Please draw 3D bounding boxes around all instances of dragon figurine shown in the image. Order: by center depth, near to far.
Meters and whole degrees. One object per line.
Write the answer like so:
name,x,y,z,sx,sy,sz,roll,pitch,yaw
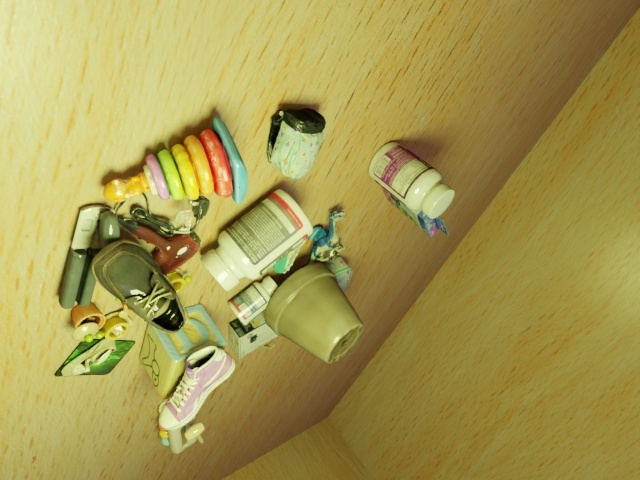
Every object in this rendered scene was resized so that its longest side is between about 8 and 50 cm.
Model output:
dragon figurine,0.000,0.000,1.625,0.289,0.144,0.085,-36,158,24

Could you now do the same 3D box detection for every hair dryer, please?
hair dryer,-0.422,-0.006,1.108,0.223,0.080,0.294,0,124,-33

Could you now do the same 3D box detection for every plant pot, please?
plant pot,-0.002,0.294,1.590,0.323,0.280,0.323,-33,147,-25

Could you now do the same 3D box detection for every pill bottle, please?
pill bottle,-0.194,0.005,1.283,0.318,0.176,0.176,-39,151,-11
pill bottle,0.332,-0.217,1.552,0.169,0.301,0.169,-32,149,-22
pill bottle,-0.240,0.217,1.572,0.180,0.108,0.108,-38,151,-14

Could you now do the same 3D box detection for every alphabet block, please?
alphabet block,-0.452,0.359,1.394,0.193,0.192,0.197,-10,137,-44

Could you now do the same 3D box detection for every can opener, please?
can opener,-0.533,0.051,0.981,0.076,0.095,0.283,-2,123,-51

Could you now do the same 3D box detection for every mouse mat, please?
mouse mat,-0.675,0.355,1.287,0.153,0.007,0.189,-49,151,7

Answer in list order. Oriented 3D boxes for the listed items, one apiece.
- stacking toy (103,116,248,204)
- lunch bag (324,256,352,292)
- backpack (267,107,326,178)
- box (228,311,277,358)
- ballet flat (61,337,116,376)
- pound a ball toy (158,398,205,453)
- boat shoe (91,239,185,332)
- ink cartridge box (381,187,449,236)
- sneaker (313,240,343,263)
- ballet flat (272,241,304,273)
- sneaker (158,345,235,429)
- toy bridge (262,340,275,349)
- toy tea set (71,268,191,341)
stacking toy,-0.332,-0.147,0.961,0.301,0.166,0.175,-20,156,-19
lunch bag,0.016,0.218,1.906,0.224,0.108,0.279,-23,145,-35
backpack,-0.068,-0.262,1.167,0.152,0.115,0.182,-16,143,-46
box,-0.236,0.349,1.770,0.290,0.087,0.169,-26,146,-30
ballet flat,-0.666,0.346,1.223,0.168,0.052,0.057,-39,151,-10
pound a ball toy,-0.585,0.793,1.764,0.135,0.208,0.319,-25,146,-33
boat shoe,-0.414,0.123,1.040,0.132,0.130,0.355,-50,156,-20
ink cartridge box,0.377,-0.126,1.720,0.065,0.311,0.186,-47,151,1
sneaker,0.032,0.062,1.769,0.158,0.065,0.061,-50,151,9
ballet flat,-0.109,0.015,1.530,0.241,0.091,0.077,-58,179,31
sneaker,-0.398,0.429,1.271,0.282,0.102,0.161,-49,150,-16
toy bridge,-0.249,0.457,1.956,0.063,0.026,0.188,-33,149,-19
toy tea set,-0.512,0.218,1.198,0.336,0.124,0.200,-22,144,-37
